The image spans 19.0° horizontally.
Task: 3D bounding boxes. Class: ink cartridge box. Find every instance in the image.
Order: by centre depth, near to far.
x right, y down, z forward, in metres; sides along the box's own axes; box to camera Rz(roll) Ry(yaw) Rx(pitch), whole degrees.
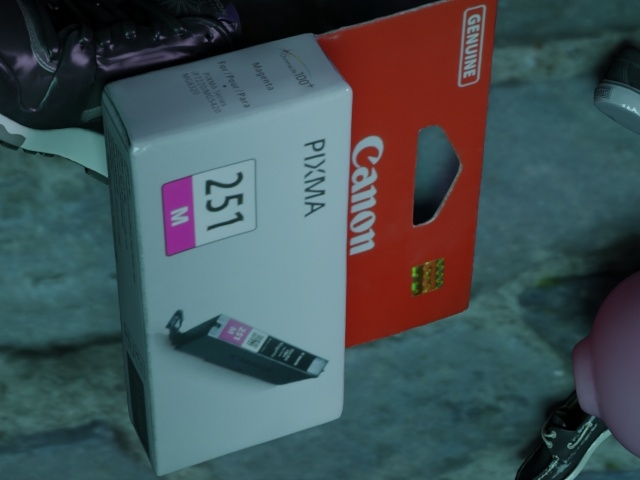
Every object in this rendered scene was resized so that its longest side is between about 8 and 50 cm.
[{"bbox_3d":[0.000,0.000,1.115,0.239,0.060,0.275,-16,137,-16],"label":"ink cartridge box"}]

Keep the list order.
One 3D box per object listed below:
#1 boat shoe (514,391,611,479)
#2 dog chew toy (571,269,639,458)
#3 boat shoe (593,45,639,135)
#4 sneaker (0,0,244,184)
[{"bbox_3d":[0.172,0.127,1.293,0.038,0.046,0.125,37,113,-24],"label":"boat shoe"},{"bbox_3d":[0.322,0.063,1.171,0.332,0.206,0.206,-8,125,13],"label":"dog chew toy"},{"bbox_3d":[0.228,-0.070,1.159,0.142,0.049,0.040,28,81,-26],"label":"boat shoe"},{"bbox_3d":[-0.116,-0.109,1.059,0.124,0.107,0.283,-45,143,15],"label":"sneaker"}]
